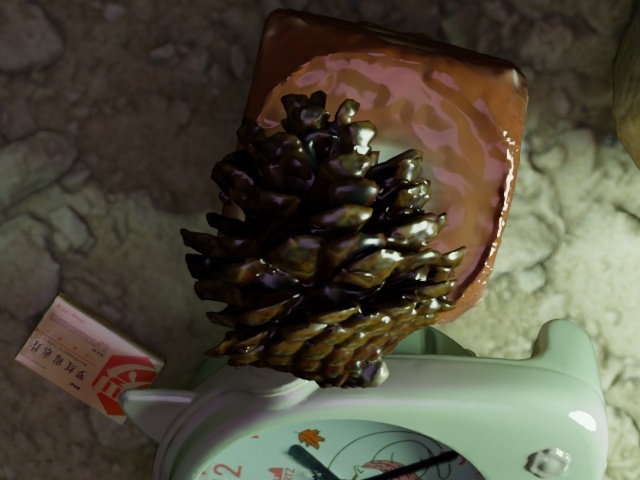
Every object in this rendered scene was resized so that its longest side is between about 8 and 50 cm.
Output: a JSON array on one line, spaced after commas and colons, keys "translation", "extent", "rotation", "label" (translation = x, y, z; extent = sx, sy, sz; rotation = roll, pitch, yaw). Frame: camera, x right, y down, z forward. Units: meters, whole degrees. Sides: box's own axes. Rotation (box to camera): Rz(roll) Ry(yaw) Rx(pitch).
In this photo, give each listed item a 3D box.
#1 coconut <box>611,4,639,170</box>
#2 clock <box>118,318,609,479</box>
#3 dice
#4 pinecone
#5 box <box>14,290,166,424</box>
[{"translation": [0.316, -0.095, 1.041], "extent": [0.259, 0.259, 0.259], "rotation": [-1, 106, -3], "label": "coconut"}, {"translation": [0.020, 0.155, 1.132], "extent": [0.324, 0.108, 0.265], "rotation": [8, 131, -6], "label": "clock"}, {"translation": [0.032, -0.055, 1.082], "extent": [0.175, 0.179, 0.174], "rotation": [12, 105, -2], "label": "dice"}, {"translation": [0.000, 0.000, 0.930], "extent": [0.174, 0.173, 0.173], "rotation": [-1, 106, -3], "label": "pinecone"}, {"translation": [-0.165, 0.085, 1.188], "extent": [0.093, 0.015, 0.058], "rotation": [34, 99, -11], "label": "box"}]
